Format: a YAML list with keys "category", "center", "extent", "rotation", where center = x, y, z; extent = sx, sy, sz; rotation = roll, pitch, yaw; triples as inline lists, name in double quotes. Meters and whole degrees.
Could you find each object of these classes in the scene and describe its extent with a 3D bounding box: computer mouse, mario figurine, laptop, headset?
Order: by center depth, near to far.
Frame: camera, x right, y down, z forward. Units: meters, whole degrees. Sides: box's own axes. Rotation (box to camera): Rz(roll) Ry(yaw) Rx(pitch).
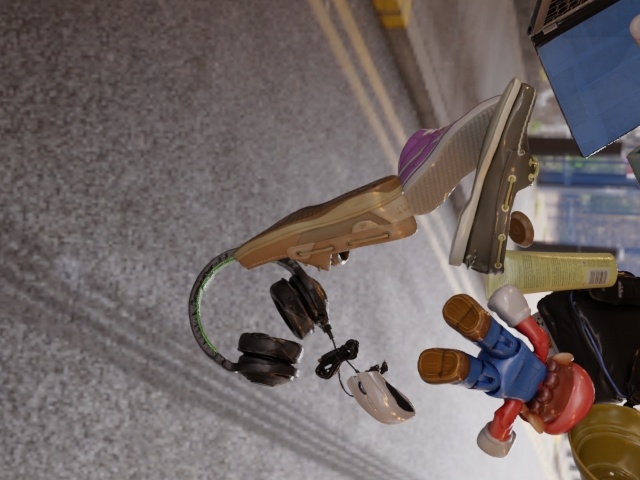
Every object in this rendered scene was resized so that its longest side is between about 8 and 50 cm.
- category: "mario figurine"
  center: [0.262, 0.194, 1.457]
  extent: [0.320, 0.198, 0.170]
  rotation: [32, 28, -37]
- category: "computer mouse"
  center: [0.081, 0.248, 1.635]
  extent: [0.193, 0.106, 0.042]
  rotation: [43, 38, -15]
- category: "laptop"
  center: [0.599, -0.404, 1.775]
  extent: [0.236, 0.382, 0.408]
  rotation: [57, -7, 16]
- category: "headset"
  center: [-0.062, 0.168, 1.857]
  extent: [0.243, 0.394, 0.185]
  rotation: [-58, 180, -12]

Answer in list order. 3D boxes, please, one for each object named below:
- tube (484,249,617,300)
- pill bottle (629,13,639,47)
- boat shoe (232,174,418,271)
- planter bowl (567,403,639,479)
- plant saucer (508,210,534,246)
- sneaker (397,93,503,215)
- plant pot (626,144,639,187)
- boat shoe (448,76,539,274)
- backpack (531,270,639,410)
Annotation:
- category: "tube"
  center: [0.399, 0.054, 1.737]
  extent: [0.070, 0.240, 0.062]
  rotation: [-106, -160, -45]
- category: "pill bottle"
  center: [0.503, -0.307, 1.505]
  extent: [0.083, 0.043, 0.043]
  rotation: [32, 60, -47]
- category: "boat shoe"
  center: [0.000, 0.000, 1.638]
  extent: [0.122, 0.341, 0.110]
  rotation: [-38, 104, -54]
- category: "planter bowl"
  center: [0.467, 0.357, 1.516]
  extent: [0.217, 0.217, 0.090]
  rotation: [-60, 168, -56]
- category: "plant saucer"
  center: [0.434, -0.023, 2.170]
  extent: [0.015, 0.083, 0.083]
  rotation: [-19, 118, -29]
- category: "sneaker"
  center: [0.237, -0.189, 1.788]
  extent: [0.102, 0.282, 0.161]
  rotation: [35, 29, -27]
- category: "plant pot"
  center: [0.680, -0.077, 1.582]
  extent: [0.247, 0.248, 0.252]
  rotation: [-32, 106, -44]
- category: "boat shoe"
  center: [0.279, -0.094, 1.512]
  extent: [0.109, 0.091, 0.305]
  rotation: [-59, 165, -74]
- category: "backpack"
  center: [0.550, 0.186, 1.910]
  extent: [0.263, 0.213, 0.276]
  rotation: [-16, 83, -37]
